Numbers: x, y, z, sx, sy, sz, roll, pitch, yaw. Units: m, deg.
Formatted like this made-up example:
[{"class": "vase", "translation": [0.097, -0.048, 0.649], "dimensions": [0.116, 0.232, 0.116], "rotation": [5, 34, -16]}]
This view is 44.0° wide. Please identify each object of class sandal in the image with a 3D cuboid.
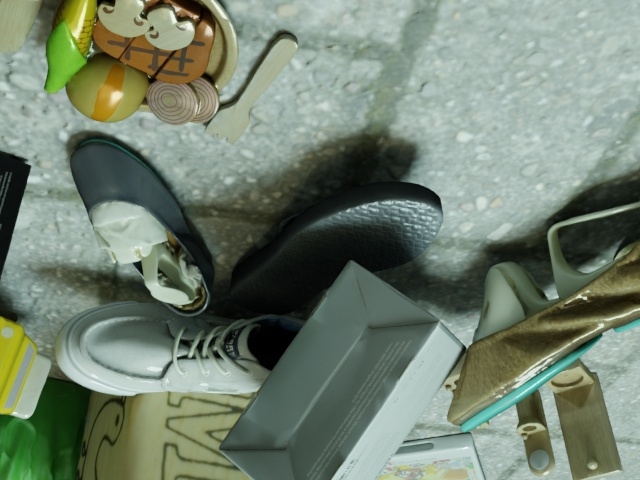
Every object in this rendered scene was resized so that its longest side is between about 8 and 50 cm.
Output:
[{"class": "sandal", "translation": [-0.001, 0.000, 0.696], "dimensions": [0.097, 0.054, 0.254], "rotation": [25, 146, -31]}]

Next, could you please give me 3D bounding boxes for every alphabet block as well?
[{"class": "alphabet block", "translation": [-0.145, 0.229, 0.864], "dimensions": [0.193, 0.197, 0.192], "rotation": [18, 138, -24]}]

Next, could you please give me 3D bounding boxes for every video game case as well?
[{"class": "video game case", "translation": [0.139, 0.357, 1.186], "dimensions": [0.206, 0.026, 0.227], "rotation": [-11, 142, 12]}]

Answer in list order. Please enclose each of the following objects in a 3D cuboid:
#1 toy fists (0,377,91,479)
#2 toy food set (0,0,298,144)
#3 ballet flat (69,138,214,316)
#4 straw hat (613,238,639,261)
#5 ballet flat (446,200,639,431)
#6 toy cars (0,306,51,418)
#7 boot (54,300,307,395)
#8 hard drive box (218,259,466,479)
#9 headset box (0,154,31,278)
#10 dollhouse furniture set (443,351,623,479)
[{"class": "toy fists", "translation": [-0.270, 0.267, 0.954], "dimensions": [0.279, 0.142, 0.096], "rotation": [23, 136, -29]}, {"class": "toy food set", "translation": [-0.119, -0.123, 0.534], "dimensions": [0.192, 0.038, 0.132], "rotation": [19, 138, -25]}, {"class": "ballet flat", "translation": [-0.145, 0.002, 0.672], "dimensions": [0.074, 0.074, 0.203], "rotation": [-12, 141, 13]}, {"class": "straw hat", "translation": [0.346, 0.049, 0.736], "dimensions": [0.145, 0.061, 0.144], "rotation": [9, 150, 5]}, {"class": "ballet flat", "translation": [0.228, 0.050, 0.713], "dimensions": [0.342, 0.124, 0.116], "rotation": [-40, 163, 34]}, {"class": "toy cars", "translation": [-0.369, 0.208, 0.808], "dimensions": [0.087, 0.176, 0.393], "rotation": [26, 115, -23]}, {"class": "boot", "translation": [-0.107, 0.097, 0.753], "dimensions": [0.258, 0.095, 0.123], "rotation": [7, 160, -34]}, {"class": "hard drive box", "translation": [0.034, 0.133, 0.694], "dimensions": [0.181, 0.089, 0.232], "rotation": [-55, 160, -2]}, {"class": "headset box", "translation": [-0.412, 0.008, 0.616], "dimensions": [0.283, 0.131, 0.246], "rotation": [21, 136, -26]}, {"class": "dollhouse furniture set", "translation": [0.237, 0.202, 0.907], "dimensions": [0.144, 0.123, 0.151], "rotation": [-25, 137, 26]}]
